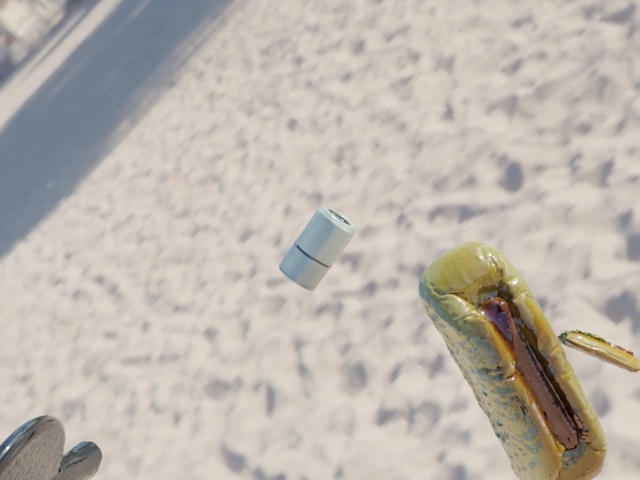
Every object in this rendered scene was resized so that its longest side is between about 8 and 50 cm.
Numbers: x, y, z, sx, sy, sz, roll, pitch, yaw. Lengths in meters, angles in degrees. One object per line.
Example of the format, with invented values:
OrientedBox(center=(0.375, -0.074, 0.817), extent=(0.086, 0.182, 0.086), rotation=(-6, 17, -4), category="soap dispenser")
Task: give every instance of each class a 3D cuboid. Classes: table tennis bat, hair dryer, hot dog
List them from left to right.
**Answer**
OrientedBox(center=(-0.218, 0.191, 1.003), extent=(0.150, 0.027, 0.236), rotation=(-66, -9, 9), category="table tennis bat")
OrientedBox(center=(0.000, 0.000, 1.457), extent=(0.082, 0.047, 0.137), rotation=(-55, 3, 10), category="hair dryer")
OrientedBox(center=(0.173, 0.114, 1.160), extent=(0.084, 0.242, 0.073), rotation=(-30, 8, -16), category="hot dog")
OrientedBox(center=(0.261, 0.101, 1.262), extent=(0.037, 0.083, 0.021), rotation=(179, 114, -84), category="hot dog")
